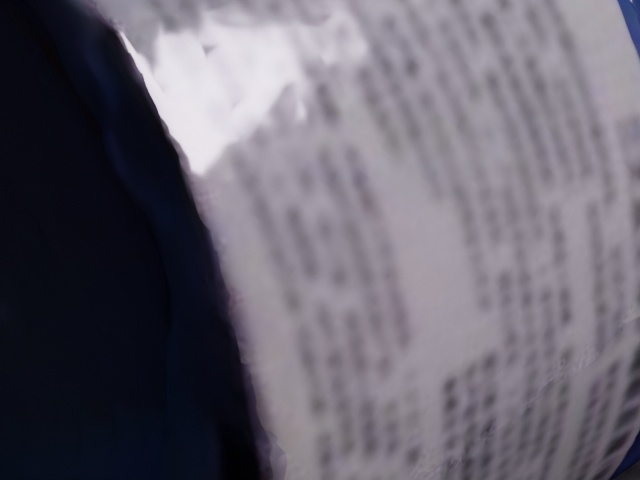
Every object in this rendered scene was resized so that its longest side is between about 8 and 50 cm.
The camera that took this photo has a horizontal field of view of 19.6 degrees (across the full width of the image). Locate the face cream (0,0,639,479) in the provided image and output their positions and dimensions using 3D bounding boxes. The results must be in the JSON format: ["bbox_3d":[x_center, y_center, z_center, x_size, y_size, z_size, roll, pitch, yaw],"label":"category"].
[{"bbox_3d":[-0.021,-0.023,0.478,0.225,0.249,0.249,-26,16,-39],"label":"face cream"}]
